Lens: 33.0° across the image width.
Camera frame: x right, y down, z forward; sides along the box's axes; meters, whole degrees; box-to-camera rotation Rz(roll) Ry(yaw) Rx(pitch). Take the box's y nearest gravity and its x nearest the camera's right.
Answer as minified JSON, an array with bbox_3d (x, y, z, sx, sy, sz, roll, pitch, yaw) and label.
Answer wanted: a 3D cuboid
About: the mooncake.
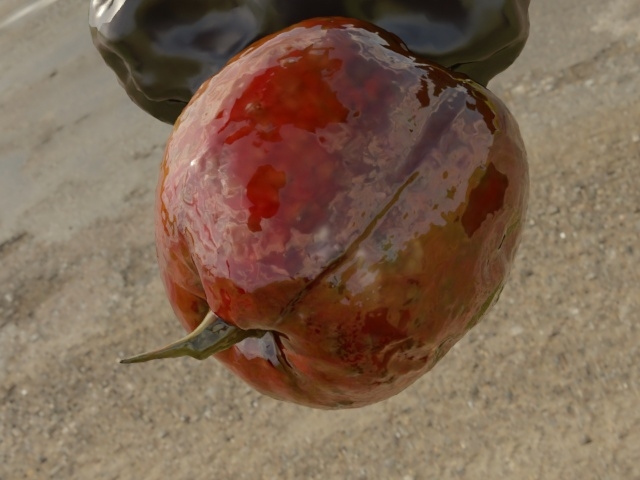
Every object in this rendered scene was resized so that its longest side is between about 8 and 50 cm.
[{"bbox_3d":[0.001,-0.225,0.938,0.381,0.351,0.212,-59,13,18],"label":"mooncake"}]

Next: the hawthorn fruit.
[{"bbox_3d":[0.014,-0.015,0.721,0.258,0.258,0.261,-16,45,23],"label":"hawthorn fruit"}]
